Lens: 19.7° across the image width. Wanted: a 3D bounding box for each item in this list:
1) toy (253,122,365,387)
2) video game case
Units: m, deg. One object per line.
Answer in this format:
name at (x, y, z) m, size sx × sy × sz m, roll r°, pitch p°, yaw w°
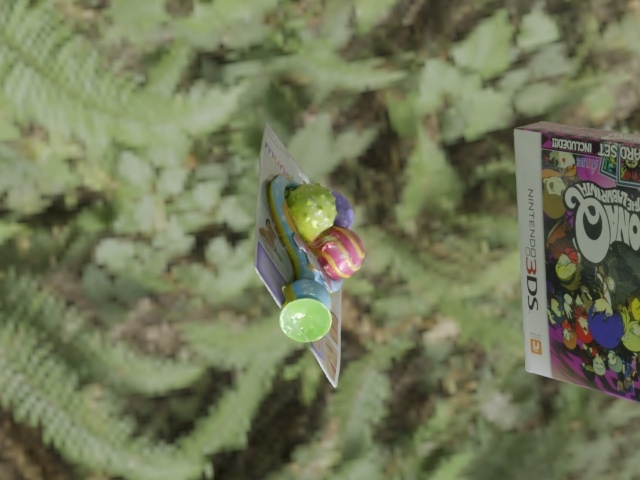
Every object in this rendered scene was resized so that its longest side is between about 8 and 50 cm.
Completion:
toy at (0.000, 0.000, 1.566) m, size 0.056 × 0.237 × 0.137 m, roll -23°, pitch 119°, yaw 19°
video game case at (0.247, 0.022, 1.435) m, size 0.042 × 0.210 × 0.232 m, roll -15°, pitch -162°, yaw -36°
